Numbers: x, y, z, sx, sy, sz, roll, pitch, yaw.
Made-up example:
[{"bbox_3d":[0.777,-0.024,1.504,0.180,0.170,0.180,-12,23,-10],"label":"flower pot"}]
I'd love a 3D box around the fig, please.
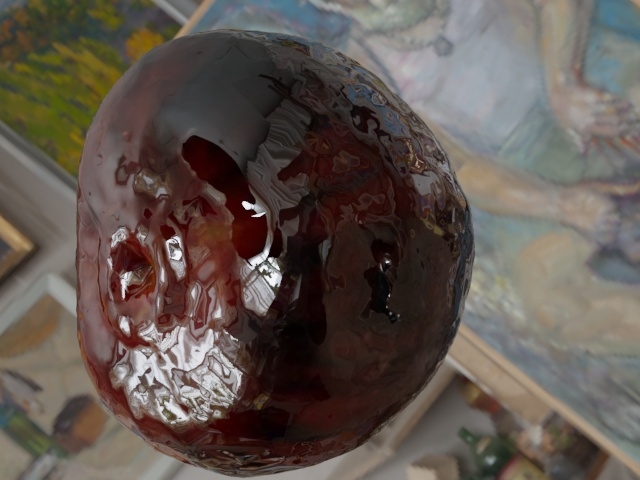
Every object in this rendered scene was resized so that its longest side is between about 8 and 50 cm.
[{"bbox_3d":[0.007,0.000,0.584,0.249,0.204,0.186,-9,5,-40],"label":"fig"}]
